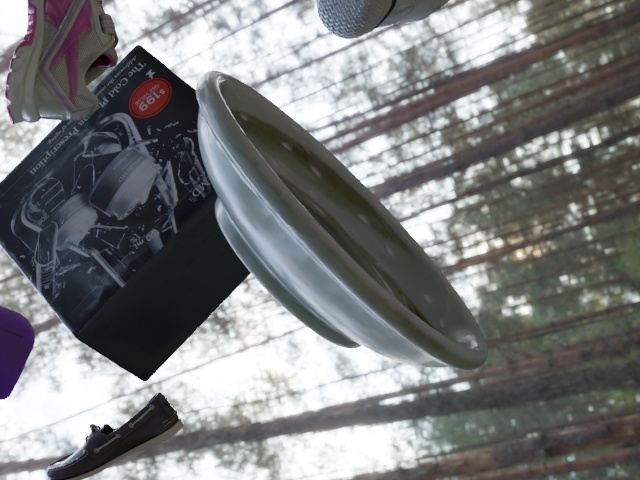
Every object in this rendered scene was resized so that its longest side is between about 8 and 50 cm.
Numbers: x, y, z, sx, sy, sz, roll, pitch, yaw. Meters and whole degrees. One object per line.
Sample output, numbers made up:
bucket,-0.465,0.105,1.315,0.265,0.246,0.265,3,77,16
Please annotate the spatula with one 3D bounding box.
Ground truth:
spatula,-0.385,0.212,1.018,0.030,0.084,0.297,-143,73,-87

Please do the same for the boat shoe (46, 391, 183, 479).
boat shoe,-0.297,0.277,1.351,0.075,0.206,0.065,-113,-2,-80

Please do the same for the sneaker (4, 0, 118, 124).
sneaker,-0.285,-0.245,1.115,0.111,0.103,0.252,11,-99,-12

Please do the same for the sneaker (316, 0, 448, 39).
sneaker,0.141,-0.467,1.417,0.137,0.366,0.210,44,-145,25

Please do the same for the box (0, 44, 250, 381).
box,-0.249,-0.045,1.347,0.312,0.343,0.179,40,174,34

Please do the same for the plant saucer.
plant saucer,0.000,0.000,0.982,0.400,0.100,0.400,44,-168,-11
